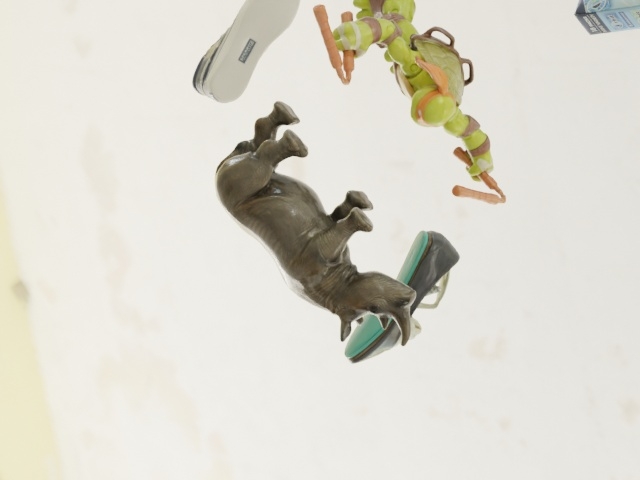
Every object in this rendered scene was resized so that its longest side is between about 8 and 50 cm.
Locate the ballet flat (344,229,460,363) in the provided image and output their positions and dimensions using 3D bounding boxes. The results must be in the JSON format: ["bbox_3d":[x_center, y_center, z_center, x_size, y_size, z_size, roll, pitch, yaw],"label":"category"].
[{"bbox_3d":[0.109,0.082,1.988,0.074,0.074,0.203,40,-73,27],"label":"ballet flat"}]

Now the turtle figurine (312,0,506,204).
[{"bbox_3d":[0.085,-0.165,1.461,0.269,0.087,0.217,40,18,-27],"label":"turtle figurine"}]

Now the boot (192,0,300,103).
[{"bbox_3d":[-0.102,-0.268,2.072,0.069,0.190,0.086,37,-6,-29],"label":"boot"}]

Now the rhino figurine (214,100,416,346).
[{"bbox_3d":[0.000,0.000,1.433,0.106,0.073,0.243,-39,-88,19],"label":"rhino figurine"}]

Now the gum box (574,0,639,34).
[{"bbox_3d":[0.371,-0.296,1.655,0.184,0.157,0.041,-2,-32,43],"label":"gum box"}]
